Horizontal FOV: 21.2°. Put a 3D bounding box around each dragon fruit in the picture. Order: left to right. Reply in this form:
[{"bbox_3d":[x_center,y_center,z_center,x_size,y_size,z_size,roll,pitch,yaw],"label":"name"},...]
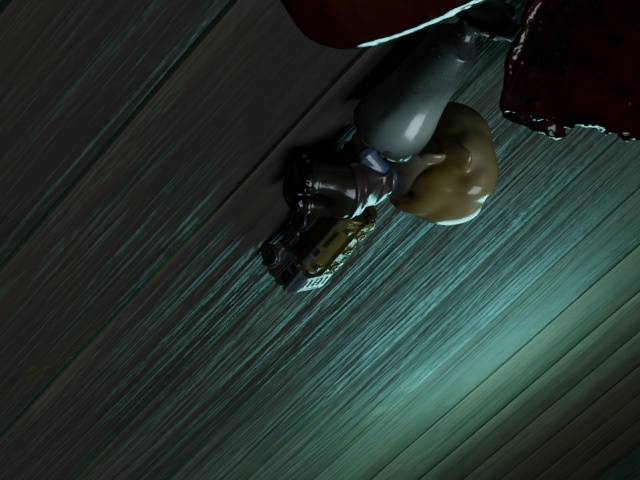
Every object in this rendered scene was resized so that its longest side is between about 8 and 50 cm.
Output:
[{"bbox_3d":[0.322,-0.148,1.486,0.302,0.240,0.330,-22,158,26],"label":"dragon fruit"}]

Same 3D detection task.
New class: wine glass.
[{"bbox_3d":[0.094,-0.138,1.400,0.072,0.072,0.155,-11,149,-45],"label":"wine glass"}]

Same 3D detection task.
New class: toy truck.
[{"bbox_3d":[0.000,0.000,1.579,0.052,0.063,0.123,-12,151,-46],"label":"toy truck"}]

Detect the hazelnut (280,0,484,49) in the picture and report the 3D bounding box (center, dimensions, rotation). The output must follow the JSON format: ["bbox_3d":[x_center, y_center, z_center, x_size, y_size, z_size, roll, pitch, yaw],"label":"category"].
[{"bbox_3d":[0.056,-0.224,1.039,0.212,0.181,0.181,-26,-173,-17],"label":"hazelnut"}]

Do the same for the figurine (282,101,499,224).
[{"bbox_3d":[0.062,-0.062,1.512,0.196,0.108,0.114,-6,140,-19],"label":"figurine"}]
